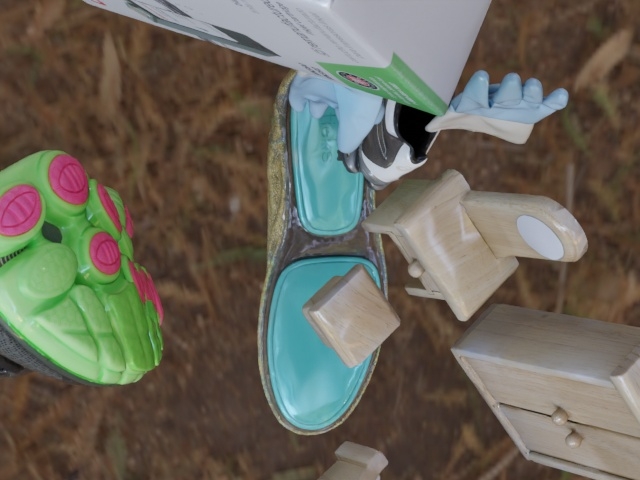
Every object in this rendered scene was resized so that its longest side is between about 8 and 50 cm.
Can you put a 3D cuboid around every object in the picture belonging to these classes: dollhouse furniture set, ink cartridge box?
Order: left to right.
[{"bbox_3d":[-0.059,-0.194,1.098,0.289,0.211,0.122,20,85,26],"label":"ink cartridge box"},{"bbox_3d":[0.056,0.185,1.047,0.355,0.174,0.303,-44,114,-21],"label":"dollhouse furniture set"}]

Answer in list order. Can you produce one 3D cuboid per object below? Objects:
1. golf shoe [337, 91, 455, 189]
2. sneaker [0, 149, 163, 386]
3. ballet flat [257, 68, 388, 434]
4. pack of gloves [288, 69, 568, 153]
[{"bbox_3d":[0.086,-0.138,1.522,0.077,0.094,0.198,23,74,-31],"label":"golf shoe"},{"bbox_3d":[-0.238,0.048,1.408,0.202,0.483,0.185,-20,86,-3],"label":"sneaker"},{"bbox_3d":[0.000,0.000,1.660,0.123,0.123,0.349,2,101,4],"label":"ballet flat"},{"bbox_3d":[0.072,-0.090,1.334,0.195,0.232,0.046,9,83,-2],"label":"pack of gloves"}]
